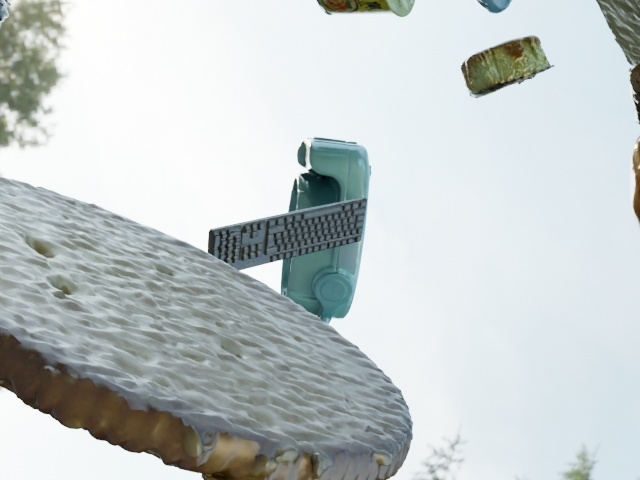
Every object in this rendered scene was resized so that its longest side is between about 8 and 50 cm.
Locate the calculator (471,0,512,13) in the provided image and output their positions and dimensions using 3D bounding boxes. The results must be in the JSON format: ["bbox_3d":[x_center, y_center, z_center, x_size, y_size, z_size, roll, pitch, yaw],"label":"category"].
[{"bbox_3d":[0.132,-0.379,1.349,0.051,0.173,0.293,-46,-134,6],"label":"calculator"}]

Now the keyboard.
[{"bbox_3d":[-0.036,-0.005,1.235,0.013,0.204,0.061,42,-45,44],"label":"keyboard"}]

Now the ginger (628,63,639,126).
[{"bbox_3d":[0.463,-0.178,1.438,0.162,0.103,0.073,65,19,-45],"label":"ginger"}]

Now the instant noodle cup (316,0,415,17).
[{"bbox_3d":[0.074,-0.482,1.957,0.144,0.182,0.182,-2,-75,30],"label":"instant noodle cup"}]

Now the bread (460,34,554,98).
[{"bbox_3d":[0.297,-0.281,1.777,0.128,0.140,0.069,164,-94,-78],"label":"bread"}]

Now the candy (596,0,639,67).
[{"bbox_3d":[0.465,-0.349,1.459,0.179,0.135,0.321,31,-12,46],"label":"candy"}]

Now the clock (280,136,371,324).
[{"bbox_3d":[0.000,0.000,1.460,0.223,0.094,0.274,-150,-112,-84],"label":"clock"}]

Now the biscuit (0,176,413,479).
[{"bbox_3d":[-0.090,0.042,0.554,0.305,0.305,0.038,34,-78,42],"label":"biscuit"}]

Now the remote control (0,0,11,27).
[{"bbox_3d":[-0.498,-0.178,1.058,0.144,0.398,0.062,55,16,-82],"label":"remote control"}]

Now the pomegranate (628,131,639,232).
[{"bbox_3d":[0.472,-0.055,1.252,0.248,0.248,0.248,29,-52,45],"label":"pomegranate"}]
